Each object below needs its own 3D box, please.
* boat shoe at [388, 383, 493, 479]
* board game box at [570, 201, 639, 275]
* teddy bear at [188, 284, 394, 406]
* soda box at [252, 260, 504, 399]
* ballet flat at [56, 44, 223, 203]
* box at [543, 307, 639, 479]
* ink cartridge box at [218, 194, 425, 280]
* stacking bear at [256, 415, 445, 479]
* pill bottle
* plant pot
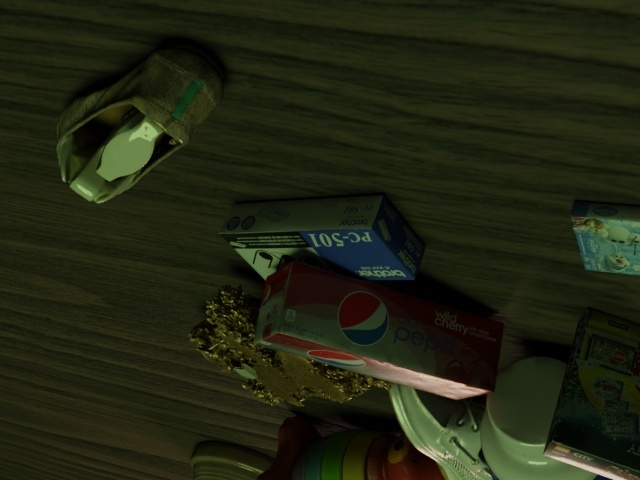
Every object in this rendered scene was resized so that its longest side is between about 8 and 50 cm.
[{"bbox_3d":[0.178,0.240,1.490,0.096,0.098,0.277,-23,128,22],"label":"boat shoe"},{"bbox_3d":[0.284,0.000,1.061,0.090,0.020,0.090,5,147,27],"label":"board game box"},{"bbox_3d":[-0.039,0.134,1.457,0.245,0.113,0.338,33,158,-4],"label":"teddy bear"},{"bbox_3d":[0.066,0.103,1.266,0.263,0.083,0.092,17,161,-18],"label":"soda box"},{"bbox_3d":[-0.207,-0.099,1.150,0.107,0.106,0.316,33,150,-18],"label":"ballet flat"},{"bbox_3d":[0.362,0.181,1.171,0.233,0.159,0.044,19,152,7],"label":"box"},{"bbox_3d":[0.000,0.000,1.236,0.207,0.046,0.097,-2,144,38],"label":"ink cartridge box"},{"bbox_3d":[0.075,0.344,1.669,0.289,0.175,0.164,-17,123,37],"label":"stacking bear"},{"bbox_3d":[0.273,0.252,1.364,0.152,0.152,0.272,9,150,24],"label":"pill bottle"},{"bbox_3d":[-0.138,0.468,2.077,0.237,0.110,0.237,16,151,9],"label":"plant pot"}]
